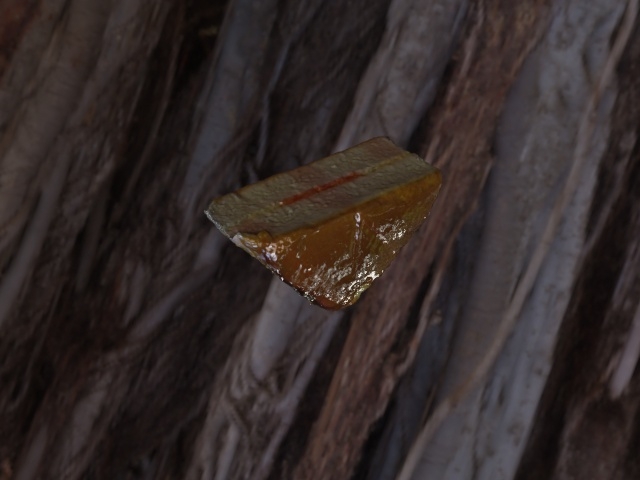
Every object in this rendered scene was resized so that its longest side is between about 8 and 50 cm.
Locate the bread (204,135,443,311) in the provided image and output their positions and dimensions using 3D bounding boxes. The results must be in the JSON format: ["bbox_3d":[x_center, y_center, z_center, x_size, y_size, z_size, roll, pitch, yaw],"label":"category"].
[{"bbox_3d":[0.000,0.000,0.420,0.109,0.062,0.043,-21,-138,-38],"label":"bread"}]
